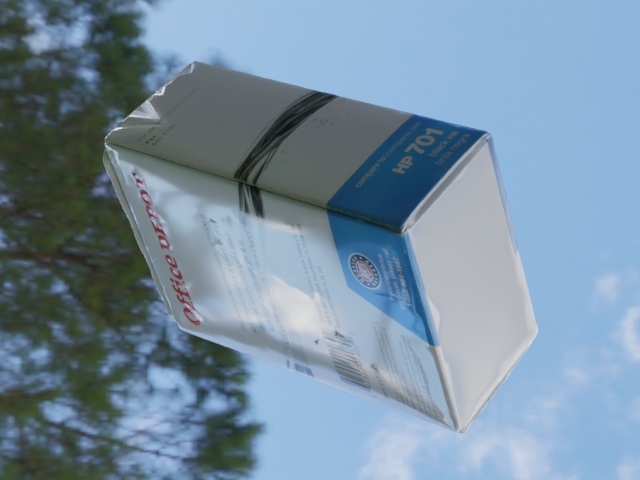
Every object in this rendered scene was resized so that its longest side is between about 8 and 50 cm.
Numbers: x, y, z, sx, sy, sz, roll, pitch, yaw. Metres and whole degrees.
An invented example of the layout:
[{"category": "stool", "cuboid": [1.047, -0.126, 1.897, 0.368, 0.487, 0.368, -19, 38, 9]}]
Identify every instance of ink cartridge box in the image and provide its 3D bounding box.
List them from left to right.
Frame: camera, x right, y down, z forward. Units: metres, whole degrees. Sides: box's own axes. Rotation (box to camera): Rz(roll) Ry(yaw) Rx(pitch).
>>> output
[{"category": "ink cartridge box", "cuboid": [0.000, 0.000, 0.833, 0.190, 0.139, 0.082, 19, -128, 36]}]
